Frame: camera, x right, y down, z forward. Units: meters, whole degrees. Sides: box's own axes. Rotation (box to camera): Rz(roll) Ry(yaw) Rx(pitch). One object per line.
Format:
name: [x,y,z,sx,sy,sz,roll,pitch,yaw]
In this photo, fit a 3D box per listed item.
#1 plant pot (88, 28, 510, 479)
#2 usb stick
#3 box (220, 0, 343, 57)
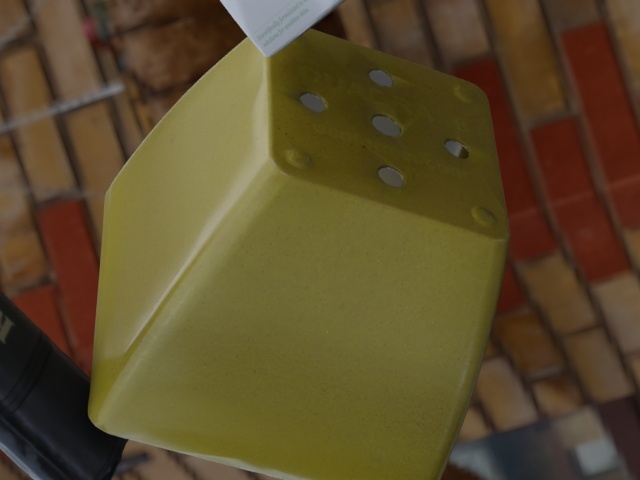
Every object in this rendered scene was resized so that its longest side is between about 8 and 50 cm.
plant pot: [0.000,0.000,1.111,0.212,0.187,0.212,17,-141,-17]
usb stick: [-0.212,0.037,1.058,0.278,0.045,0.077,47,-142,-19]
box: [-0.010,-0.175,1.027,0.102,0.101,0.087,53,-129,-4]
